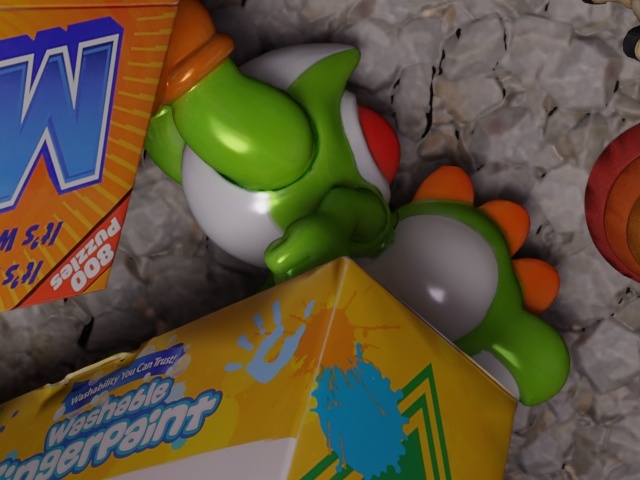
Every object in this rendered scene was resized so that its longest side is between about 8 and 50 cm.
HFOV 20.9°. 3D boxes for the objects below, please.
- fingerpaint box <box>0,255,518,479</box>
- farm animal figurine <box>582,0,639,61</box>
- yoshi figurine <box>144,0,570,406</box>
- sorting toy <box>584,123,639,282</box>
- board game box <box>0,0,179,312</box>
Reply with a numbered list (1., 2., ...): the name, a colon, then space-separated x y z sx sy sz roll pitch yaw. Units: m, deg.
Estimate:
1. fingerpaint box: -0.127 0.255 0.986 0.445 0.371 0.163 -24 127 39
2. farm animal figurine: 0.313 -0.065 0.937 0.330 0.172 0.326 -13 115 -21
3. yoshi figurine: -0.013 0.021 1.097 0.362 0.203 0.203 38 123 -10
4. sorting toy: 0.256 -0.119 1.049 0.127 0.126 0.365 13 110 1
5. board game box: -0.312 -0.178 0.889 0.356 0.356 0.356 27 112 29
